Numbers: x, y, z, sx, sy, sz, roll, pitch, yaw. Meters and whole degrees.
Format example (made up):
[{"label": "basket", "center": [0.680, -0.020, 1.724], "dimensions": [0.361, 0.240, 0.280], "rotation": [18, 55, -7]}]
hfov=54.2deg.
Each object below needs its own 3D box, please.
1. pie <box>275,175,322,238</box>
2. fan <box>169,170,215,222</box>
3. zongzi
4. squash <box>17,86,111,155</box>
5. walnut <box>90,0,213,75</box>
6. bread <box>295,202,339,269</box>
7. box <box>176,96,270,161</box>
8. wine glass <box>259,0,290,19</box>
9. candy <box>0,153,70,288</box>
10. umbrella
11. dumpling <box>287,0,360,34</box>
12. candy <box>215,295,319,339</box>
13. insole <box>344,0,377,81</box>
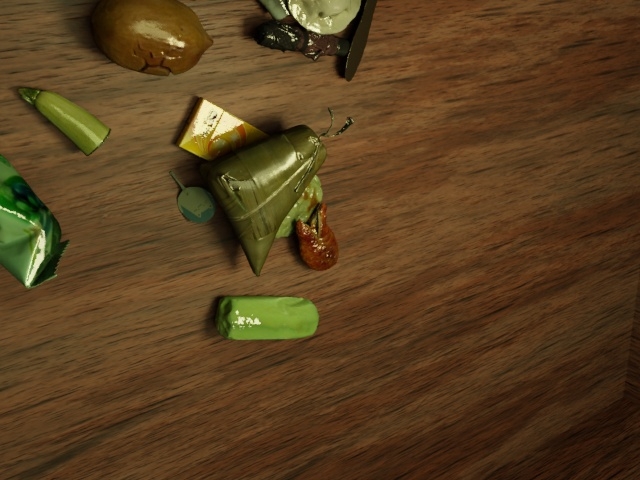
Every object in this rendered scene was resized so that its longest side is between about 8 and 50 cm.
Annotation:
[{"label": "pie", "center": [-0.093, -0.111, 1.954], "dimensions": [0.248, 0.090, 0.201], "rotation": [-45, 128, -7]}, {"label": "fan", "center": [-0.374, -0.127, 1.788], "dimensions": [0.113, 0.005, 0.175], "rotation": [-30, 108, 22]}, {"label": "zongzi", "center": [-0.083, -0.149, 1.827], "dimensions": [0.447, 0.181, 0.418], "rotation": [-26, 122, -12]}, {"label": "squash", "center": [-0.640, -0.306, 1.547], "dimensions": [0.224, 0.094, 0.094], "rotation": [37, 85, -29]}, {"label": "walnut", "center": [-0.409, -0.506, 1.537], "dimensions": [0.297, 0.203, 0.203], "rotation": [4, 105, -21]}, {"label": "bread", "center": [-0.005, 0.007, 2.017], "dimensions": [0.139, 0.095, 0.269], "rotation": [-41, 148, -20]}, {"label": "box", "center": [-0.266, -0.284, 1.808], "dimensions": [0.269, 0.043, 0.152], "rotation": [26, 93, -36]}, {"label": "wine glass", "center": [-0.155, -0.711, 1.693], "dimensions": [0.103, 0.103, 0.222], "rotation": [-45, 124, -11]}, {"label": "candy", "center": [-0.737, -0.095, 1.444], "dimensions": [0.171, 0.263, 0.398], "rotation": [-23, 119, -10]}, {"label": "umbrella", "center": [-0.046, -0.578, 1.808], "dimensions": [0.326, 0.094, 0.090], "rotation": [-6, 126, -41]}, {"label": "dumpling", "center": [0.013, -0.660, 1.733], "dimensions": [0.247, 0.142, 0.173], "rotation": [-1, 115, -32]}, {"label": "candy", "center": [-0.169, 0.248, 2.005], "dimensions": [0.343, 0.142, 0.132], "rotation": [5, 96, -35]}, {"label": "insole", "center": [0.131, -0.647, 1.922], "dimensions": [0.111, 0.007, 0.328], "rotation": [4, 104, -70]}]
